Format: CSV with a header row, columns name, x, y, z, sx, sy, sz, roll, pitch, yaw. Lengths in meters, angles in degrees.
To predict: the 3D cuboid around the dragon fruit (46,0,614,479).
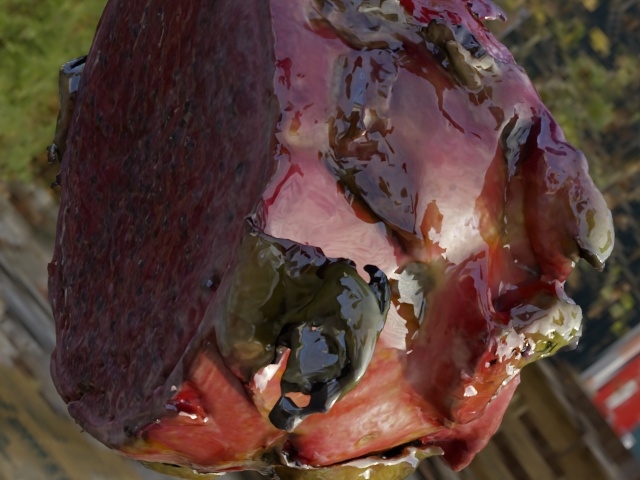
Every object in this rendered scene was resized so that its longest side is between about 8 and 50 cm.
name,x,y,z,sx,sy,sz,roll,pitch,yaw
dragon fruit,0.000,0.000,0.560,0.147,0.211,0.282,12,16,-29
